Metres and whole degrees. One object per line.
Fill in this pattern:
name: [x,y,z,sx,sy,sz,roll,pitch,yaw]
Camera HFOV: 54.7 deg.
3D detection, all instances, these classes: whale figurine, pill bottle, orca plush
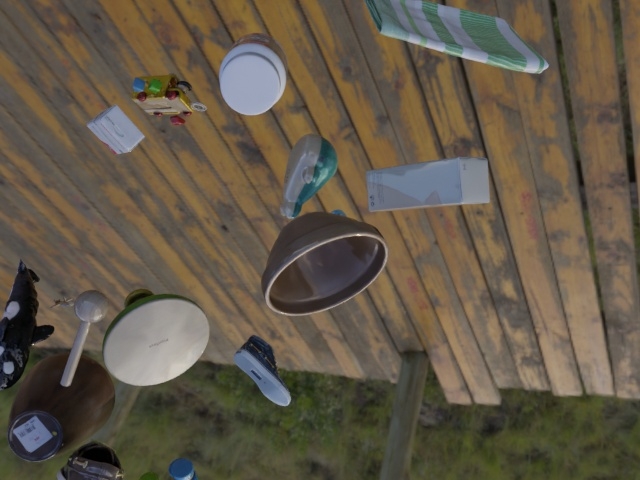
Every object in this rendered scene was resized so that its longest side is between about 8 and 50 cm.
whale figurine: [-0.036,-0.190,1.917,0.141,0.272,0.216,18,-179,-19]
pill bottle: [-0.162,-0.411,1.520,0.161,0.283,0.161,-1,115,-2]
orca plush: [-0.617,0.184,1.307,0.102,0.287,0.151,14,128,-21]

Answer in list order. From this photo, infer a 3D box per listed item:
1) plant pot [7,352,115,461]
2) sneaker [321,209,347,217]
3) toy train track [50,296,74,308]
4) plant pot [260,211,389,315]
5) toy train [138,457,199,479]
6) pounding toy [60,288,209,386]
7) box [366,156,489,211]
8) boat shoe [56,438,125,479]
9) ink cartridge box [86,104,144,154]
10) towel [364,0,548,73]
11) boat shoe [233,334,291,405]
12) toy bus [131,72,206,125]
plant pot: [-0.583,0.379,1.347,0.215,0.215,0.230,25,-178,-7]
sneaker: [0.000,0.000,1.843,0.135,0.366,0.150,-14,102,20]
toy train track: [-0.543,0.129,1.309,0.083,0.048,0.014,0,111,47]
plant pot: [-0.004,0.026,1.116,0.237,0.109,0.237,-18,147,-12]
toy train: [-0.410,0.618,1.495,0.248,0.105,0.143,-14,126,-13]
pounding toy: [-0.320,0.148,1.070,0.237,0.110,0.183,6,115,-36]
box: [0.288,-0.150,1.691,0.148,0.121,0.311,-5,-178,-43]
boat shoe: [-0.415,0.424,1.135,0.117,0.096,0.324,26,165,-13]
ink cartridge box: [-0.537,-0.288,1.622,0.109,0.063,0.150,50,158,-25]
towel: [0.246,-0.402,1.166,0.325,0.248,0.038,11,126,-15]
boat shoe: [-0.125,0.316,1.518,0.183,0.083,0.065,49,131,-10]
toy bus: [-0.431,-0.422,1.762,0.202,0.104,0.191,17,162,-22]
